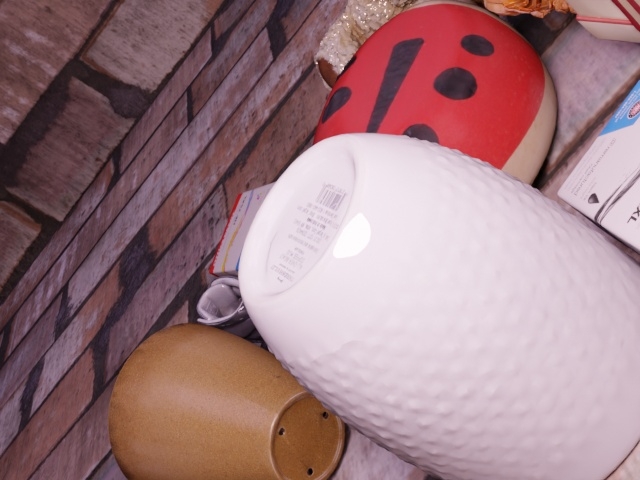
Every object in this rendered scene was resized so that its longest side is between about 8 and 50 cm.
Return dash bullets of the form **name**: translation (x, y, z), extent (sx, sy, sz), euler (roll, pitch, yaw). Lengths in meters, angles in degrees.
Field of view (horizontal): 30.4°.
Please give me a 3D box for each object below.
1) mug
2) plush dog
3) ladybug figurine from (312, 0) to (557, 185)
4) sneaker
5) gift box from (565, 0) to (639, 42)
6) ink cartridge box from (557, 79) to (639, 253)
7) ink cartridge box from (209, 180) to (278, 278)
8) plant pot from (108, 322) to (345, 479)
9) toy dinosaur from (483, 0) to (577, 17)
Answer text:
- **mug**: translation (0.090, 0.038, 1.100), extent (0.276, 0.328, 0.374), euler (-53, 28, 10)
- **plush dog**: translation (0.145, -0.311, 1.678), extent (0.210, 0.225, 0.262), euler (-44, -21, -51)
- **ladybug figurine**: translation (0.124, -0.146, 1.427), extent (0.305, 0.162, 0.449), euler (-8, 40, 25)
- **sneaker**: translation (-0.126, 0.133, 1.706), extent (0.268, 0.153, 0.101), euler (-33, 32, 46)
- **gift box**: translation (0.356, -0.351, 1.207), extent (0.276, 0.258, 0.255), euler (27, 86, 53)
- **ink cartridge box**: translation (0.331, -0.053, 1.092), extent (0.148, 0.086, 0.203), euler (-54, 21, 6)
- **ink cartridge box**: translation (-0.089, -0.001, 1.710), extent (0.231, 0.078, 0.134), euler (-11, 57, 68)
- **plant pot**: translation (-0.098, 0.231, 1.462), extent (0.254, 0.237, 0.237), euler (3, 61, 50)
- **toy dinosaur**: translation (0.250, -0.338, 1.470), extent (0.218, 0.322, 0.164), euler (-31, -23, -27)
